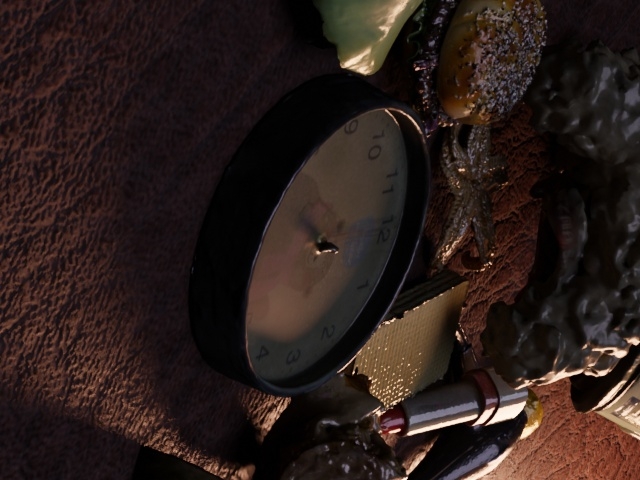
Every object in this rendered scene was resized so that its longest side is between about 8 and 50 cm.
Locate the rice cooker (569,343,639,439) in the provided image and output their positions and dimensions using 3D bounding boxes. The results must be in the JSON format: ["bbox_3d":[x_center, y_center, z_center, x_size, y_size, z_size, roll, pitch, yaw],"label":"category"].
[{"bbox_3d":[0.450,0.135,1.910,0.317,0.317,0.264,3,120,-59],"label":"rice cooker"}]

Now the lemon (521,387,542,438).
[{"bbox_3d":[0.230,0.201,1.815,0.065,0.065,0.092,-52,155,-23],"label":"lemon"}]

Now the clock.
[{"bbox_3d":[0.000,0.000,1.293,0.280,0.055,0.280,-38,141,-40],"label":"clock"}]

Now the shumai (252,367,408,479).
[{"bbox_3d":[0.003,0.170,1.378,0.145,0.145,0.116,-4,90,-58],"label":"shumai"}]

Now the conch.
[{"bbox_3d":[0.039,-0.241,1.140,0.250,0.137,0.143,-56,-177,22],"label":"conch"}]

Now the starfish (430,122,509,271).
[{"bbox_3d":[0.158,-0.062,1.513,0.150,0.053,0.209,-7,115,-62],"label":"starfish"}]

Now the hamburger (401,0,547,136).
[{"bbox_3d":[0.142,-0.177,1.356,0.189,0.093,0.164,-51,147,-29],"label":"hamburger"}]

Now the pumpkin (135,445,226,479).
[{"bbox_3d":[-0.072,0.308,1.316,0.169,0.148,0.312,-63,147,-13],"label":"pumpkin"}]

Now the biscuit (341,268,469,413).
[{"bbox_3d":[0.074,0.107,1.511,0.199,0.040,0.121,-22,133,-51],"label":"biscuit"}]

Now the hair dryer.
[{"bbox_3d":[0.143,0.178,1.678,0.195,0.075,0.219,-33,128,-32],"label":"hair dryer"}]

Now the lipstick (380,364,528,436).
[{"bbox_3d":[0.122,0.171,1.596,0.186,0.057,0.063,-9,147,-30],"label":"lipstick"}]

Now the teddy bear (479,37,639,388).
[{"bbox_3d":[0.297,-0.038,1.624,0.367,0.224,0.357,-60,156,-78],"label":"teddy bear"}]
